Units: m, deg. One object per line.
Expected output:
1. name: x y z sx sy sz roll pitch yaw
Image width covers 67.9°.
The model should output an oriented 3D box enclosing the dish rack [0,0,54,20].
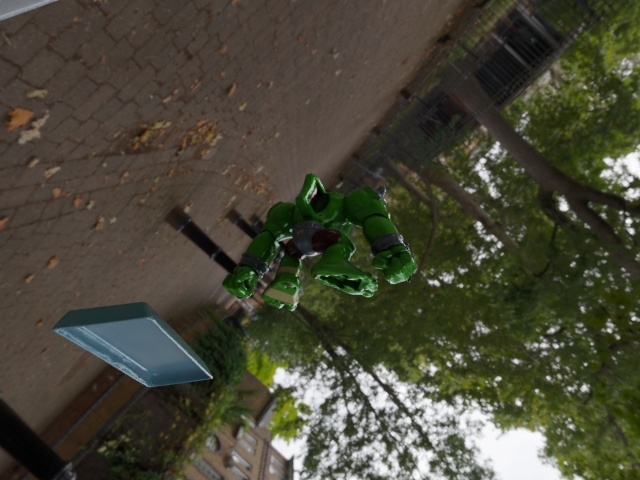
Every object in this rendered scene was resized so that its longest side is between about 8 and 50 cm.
1. dish rack: -0.288 -0.233 0.254 0.072 0.285 0.332 -23 -152 33

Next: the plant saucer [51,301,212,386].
1. plant saucer: -0.145 0.094 0.403 0.067 0.018 0.192 -7 151 -2

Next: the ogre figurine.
1. ogre figurine: 0.000 0.000 0.489 0.197 0.097 0.118 -24 -137 40
